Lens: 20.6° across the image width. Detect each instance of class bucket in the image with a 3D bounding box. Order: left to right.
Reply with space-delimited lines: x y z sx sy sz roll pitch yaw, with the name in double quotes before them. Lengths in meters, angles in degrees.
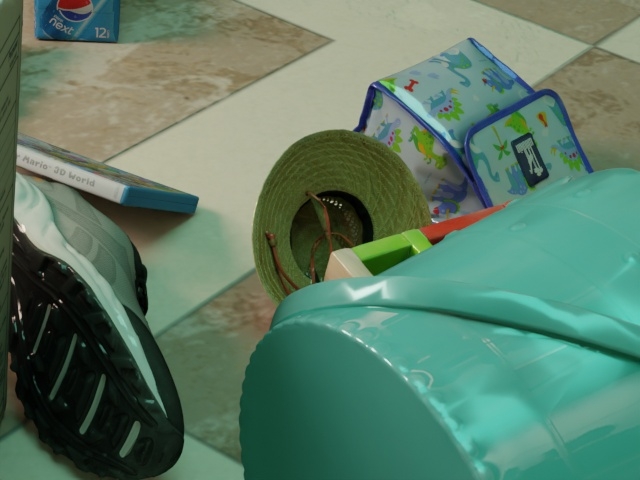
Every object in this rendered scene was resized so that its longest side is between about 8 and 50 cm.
"bucket" 0.098 0.117 0.839 0.183 0.281 0.281 -21 41 -29

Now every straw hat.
"straw hat" 0.000 0.000 1.178 0.144 0.145 0.061 -16 -1 -32

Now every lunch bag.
"lunch bag" 0.114 -0.064 1.288 0.151 0.096 0.129 44 44 18

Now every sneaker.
"sneaker" -0.140 0.038 1.067 0.108 0.100 0.271 6 32 -37

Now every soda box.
"soda box" -0.211 -0.249 1.529 0.071 0.067 0.210 1 33 -9

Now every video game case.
"video game case" -0.180 -0.053 1.224 0.166 0.015 0.119 20 5 19

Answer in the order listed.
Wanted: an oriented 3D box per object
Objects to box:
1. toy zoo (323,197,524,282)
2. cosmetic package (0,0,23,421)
"toy zoo" 0.174 0.043 1.151 0.293 0.030 0.192 -16 49 -32
"cosmetic package" -0.235 0.004 0.911 0.129 0.296 0.153 11 31 2
